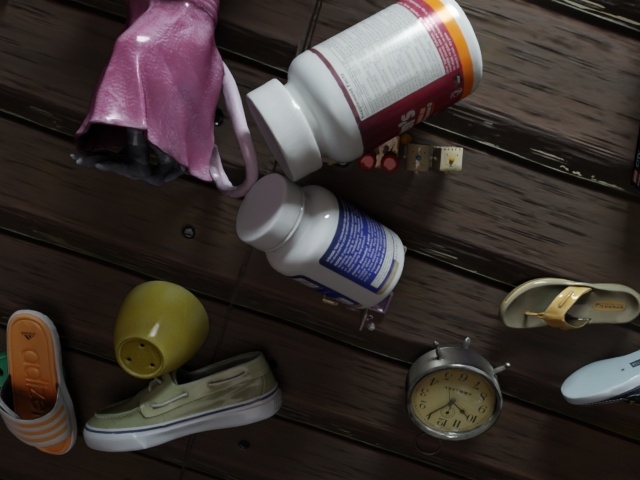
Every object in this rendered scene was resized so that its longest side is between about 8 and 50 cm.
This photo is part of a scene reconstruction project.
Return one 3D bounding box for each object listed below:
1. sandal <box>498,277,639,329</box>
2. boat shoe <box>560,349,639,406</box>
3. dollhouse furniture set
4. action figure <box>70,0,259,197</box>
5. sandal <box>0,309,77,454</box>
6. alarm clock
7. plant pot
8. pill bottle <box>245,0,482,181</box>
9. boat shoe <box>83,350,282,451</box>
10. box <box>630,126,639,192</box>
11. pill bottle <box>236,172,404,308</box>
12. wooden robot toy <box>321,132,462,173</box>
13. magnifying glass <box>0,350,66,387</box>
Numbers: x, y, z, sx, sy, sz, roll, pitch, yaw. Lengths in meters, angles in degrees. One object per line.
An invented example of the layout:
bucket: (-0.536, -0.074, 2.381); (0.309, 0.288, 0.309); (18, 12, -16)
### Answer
sandal: (0.324, 0.089, 0.756); (0.180, 0.049, 0.072); (0, 113, 7)
boat shoe: (0.424, 0.198, 0.782); (0.183, 0.065, 0.083); (-26, 107, 16)
dollhouse furniture set: (0.059, 0.055, 0.757); (0.091, 0.081, 0.114); (17, 114, -1)
action figure: (-0.139, -0.240, 0.596); (0.276, 0.248, 0.370); (12, 91, -35)
sandal: (-0.438, 0.230, 0.876); (0.102, 0.076, 0.265); (4, 115, 4)
alarm clock: (0.178, 0.228, 0.828); (0.129, 0.064, 0.192); (17, 112, -1)
plant pot: (-0.234, 0.137, 0.822); (0.134, 0.095, 0.134); (2, 113, 6)
pill bottle: (0.043, -0.157, 0.607); (0.221, 0.121, 0.121); (-30, 108, -5)
boat shoe: (-0.208, 0.233, 0.870); (0.302, 0.109, 0.094); (-14, 96, 3)
box: (0.442, -0.164, 0.633); (0.159, 0.044, 0.233); (0, 114, 7)
pill bottle: (0.000, 0.000, 0.687); (0.187, 0.112, 0.112); (30, 117, -37)
wooden robot toy: (0.081, -0.122, 0.687); (0.173, 0.076, 0.079); (5, 103, 5)
magnifying glass: (-0.517, 0.203, 0.926); (0.231, 0.026, 0.092); (6, 114, 5)
